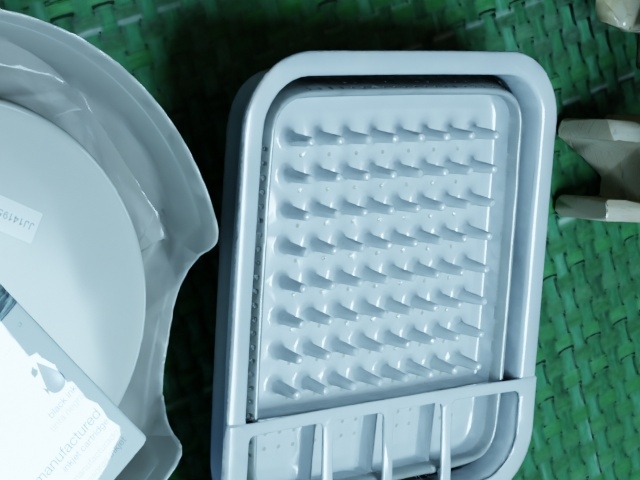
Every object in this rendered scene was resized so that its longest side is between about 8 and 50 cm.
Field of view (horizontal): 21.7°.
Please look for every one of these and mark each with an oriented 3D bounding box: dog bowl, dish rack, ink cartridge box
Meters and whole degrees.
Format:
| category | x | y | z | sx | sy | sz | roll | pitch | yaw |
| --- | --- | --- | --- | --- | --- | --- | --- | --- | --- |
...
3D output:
| category | x | y | z | sx | sy | sz | roll | pitch | yaw |
| --- | --- | --- | --- | --- | --- | --- | --- | --- | --- |
| dog bowl | -0.230 | 0.037 | 0.995 | 0.348 | 0.102 | 0.349 | -3 | 96 | -34 |
| dish rack | 0.036 | 0.031 | 1.165 | 0.285 | 0.072 | 0.333 | -5 | 104 | -38 |
| ink cartridge box | -0.220 | 0.088 | 0.892 | 0.153 | 0.087 | 0.208 | -50 | 117 | -21 |

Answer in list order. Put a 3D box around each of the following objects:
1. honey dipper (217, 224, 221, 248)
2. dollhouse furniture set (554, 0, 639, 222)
| category | x | y | z | sx | sy | sz | roll | pitch | yaw |
| --- | --- | --- | --- | --- | --- | --- | --- | --- | --- |
| honey dipper | 0.000 | 0.000 | 1.193 | 0.160 | 0.030 | 0.030 | 2 | 93 | -38 |
| dollhouse furniture set | 0.393 | -0.184 | 1.215 | 0.256 | 0.394 | 0.362 | 1 | 94 | -29 |
